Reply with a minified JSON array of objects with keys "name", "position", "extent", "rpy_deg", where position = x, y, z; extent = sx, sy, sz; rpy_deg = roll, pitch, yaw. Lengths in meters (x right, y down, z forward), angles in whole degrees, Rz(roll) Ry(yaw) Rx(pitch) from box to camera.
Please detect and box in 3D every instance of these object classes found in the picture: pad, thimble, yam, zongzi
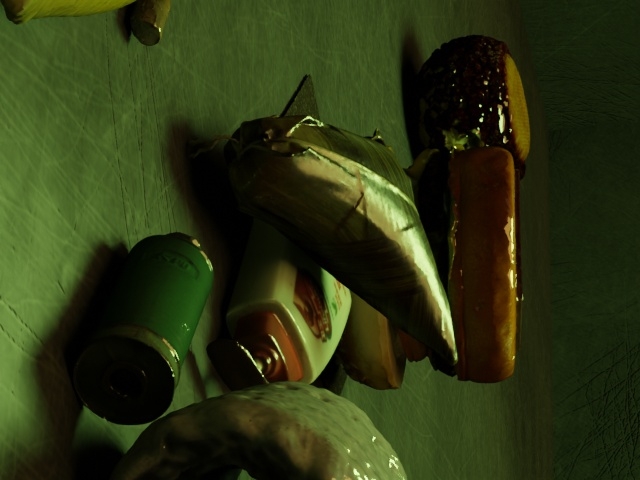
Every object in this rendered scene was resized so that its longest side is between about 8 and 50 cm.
[{"name":"pad","position":[0.000,0.000,1.967],"extent":[0.220,0.004,0.330],"rpy_deg":[-65,145,-66]},{"name":"thimble","position":[-0.048,0.226,1.244],"extent":[0.157,0.217,0.245],"rpy_deg":[0,100,-72]},{"name":"yam","position":[-0.134,-0.218,1.466],"extent":[0.032,0.032,0.145],"rpy_deg":[70,20,-45]},{"name":"zongzi","position":[0.025,0.000,1.588],"extent":[0.248,0.111,0.241],"rpy_deg":[11,46,-60]}]

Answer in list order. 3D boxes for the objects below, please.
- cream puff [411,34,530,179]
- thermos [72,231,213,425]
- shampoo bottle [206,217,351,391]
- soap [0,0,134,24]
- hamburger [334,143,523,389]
[{"name":"cream puff","position":[0.222,-0.185,2.632],"extent":[0.239,0.165,0.239],"rpy_deg":[-7,90,-76]},{"name":"thermos","position":[-0.121,0.057,1.298],"extent":[0.187,0.073,0.083],"rpy_deg":[-73,149,-59]},{"name":"shampoo bottle","position":[-0.040,0.068,1.625],"extent":[0.284,0.071,0.153],"rpy_deg":[-67,139,-65]},{"name":"soap","position":[-0.177,-0.299,1.157],"extent":[0.427,0.115,0.306],"rpy_deg":[-49,127,-73]},{"name":"hamburger","position":[0.106,0.024,1.905],"extent":[0.291,0.225,0.291],"rpy_deg":[-1,90,-82]}]
